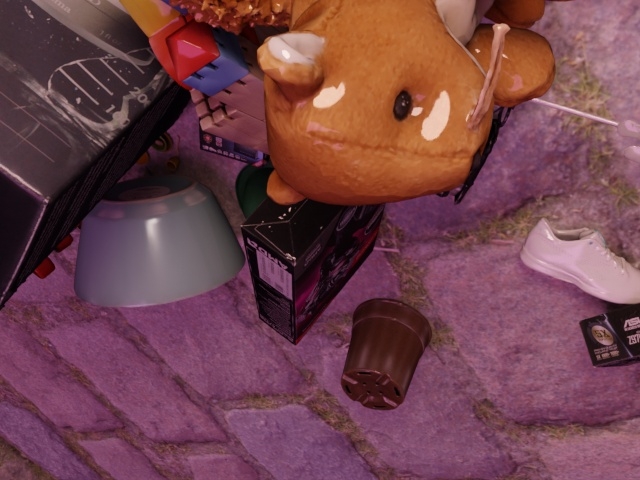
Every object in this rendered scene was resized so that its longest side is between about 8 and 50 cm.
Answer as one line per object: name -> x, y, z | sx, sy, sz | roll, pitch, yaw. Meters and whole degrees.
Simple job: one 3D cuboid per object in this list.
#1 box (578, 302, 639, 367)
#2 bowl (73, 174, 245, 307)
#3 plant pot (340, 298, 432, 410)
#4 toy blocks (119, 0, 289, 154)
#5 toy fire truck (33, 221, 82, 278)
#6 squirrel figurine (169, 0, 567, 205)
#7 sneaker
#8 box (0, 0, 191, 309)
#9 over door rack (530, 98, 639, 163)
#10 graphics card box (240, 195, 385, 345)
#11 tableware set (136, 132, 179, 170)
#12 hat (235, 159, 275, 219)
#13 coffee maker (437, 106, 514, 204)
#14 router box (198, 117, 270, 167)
box -> 0.526, 0.139, 0.970 | 0.147, 0.078, 0.180 | 9, 152, -43
bowl -> -0.297, -0.019, 1.118 | 0.311, 0.311, 0.163 | 4, 112, 21
plant pot -> 0.120, 0.230, 1.223 | 0.166, 0.165, 0.167 | 13, 134, 14
toy blocks -> -0.124, -0.265, 0.684 | 0.190, 0.261, 0.382 | -25, 75, 22
toy fire truck -> -0.580, -0.083, 1.219 | 0.254, 0.169, 0.302 | 43, 158, 3
squirrel figurine -> 0.016, -0.216, 0.513 | 0.396, 0.371, 0.281 | 25, 161, 3
sneaker -> 0.428, 0.027, 0.970 | 0.212, 0.080, 0.094 | 19, 123, 8
box -> -0.445, -0.257, 0.805 | 0.480, 0.472, 0.297 | 38, 133, -12
over door rack -> 0.284, -0.263, 0.717 | 0.324, 0.108, 0.240 | 31, 140, 25
graphics card box -> 0.000, 0.000, 0.929 | 0.094, 0.233, 0.371 | 36, 159, 15
tableware set -> -0.333, -0.172, 1.153 | 0.154, 0.024, 0.104 | 21, 136, 4
hat -> -0.103, -0.026, 1.072 | 0.172, 0.184, 0.209 | 14, 134, 12
coffee maker -> 0.156, -0.163, 0.897 | 0.178, 0.120, 0.171 | 24, 113, 0
router box -> -0.143, -0.183, 1.048 | 0.122, 0.038, 0.092 | 17, 134, 9
